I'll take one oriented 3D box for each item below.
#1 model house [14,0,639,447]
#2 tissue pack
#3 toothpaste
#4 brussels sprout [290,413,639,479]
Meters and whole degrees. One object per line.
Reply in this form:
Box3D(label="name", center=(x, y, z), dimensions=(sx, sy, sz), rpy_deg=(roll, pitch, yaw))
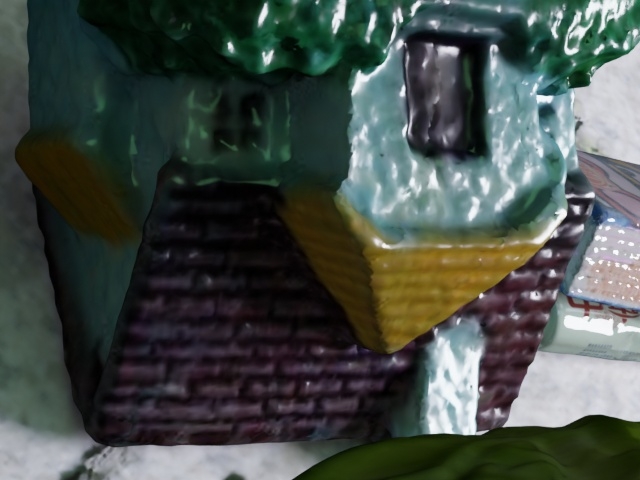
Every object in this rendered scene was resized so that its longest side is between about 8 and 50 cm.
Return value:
Box3D(label="model house", center=(0.000, 0.000, 0.880), dimensions=(0.280, 0.230, 0.249), rpy_deg=(1, 87, -31))
Box3D(label="tissue pack", center=(0.186, -0.003, 1.056), dimensions=(0.155, 0.065, 0.115), rpy_deg=(10, 21, -28))
Box3D(label="toothpaste", center=(0.197, 0.053, 1.073), dimensions=(0.233, 0.038, 0.060), rpy_deg=(7, 47, -34))
Box3D(label="brussels sprout", center=(0.071, 0.200, 0.563), dimensions=(0.289, 0.354, 0.281), rpy_deg=(-6, 85, -8))
